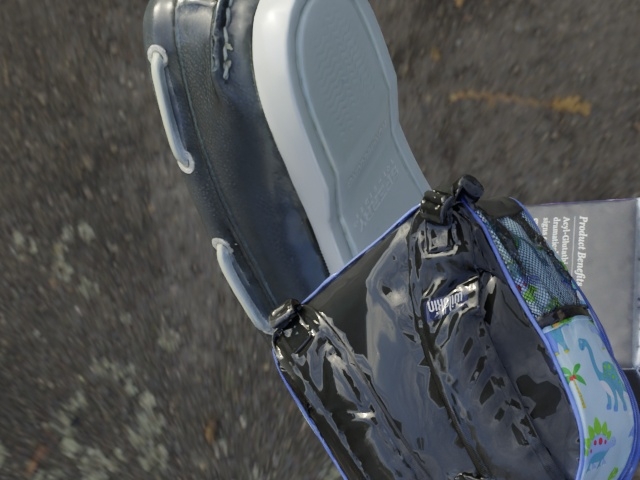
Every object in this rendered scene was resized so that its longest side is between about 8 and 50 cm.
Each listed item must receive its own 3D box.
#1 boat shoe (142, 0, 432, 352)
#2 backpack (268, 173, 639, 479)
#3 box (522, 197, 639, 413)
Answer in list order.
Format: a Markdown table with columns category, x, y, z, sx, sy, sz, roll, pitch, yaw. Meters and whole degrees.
| category | x | y | z | sx | sy | sz | roll | pitch | yaw |
| --- | --- | --- | --- | --- | --- | --- | --- | --- | --- |
| boat shoe | 0.000 | 0.000 | 0.819 | 0.091 | 0.302 | 0.114 | 6 | 36 | 31 |
| backpack | 0.055 | 0.052 | 0.587 | 0.105 | 0.084 | 0.114 | -39 | 68 | 29 |
| box | 0.107 | 0.059 | 1.016 | 0.207 | 0.153 | 0.108 | -3 | 64 | 19 |
